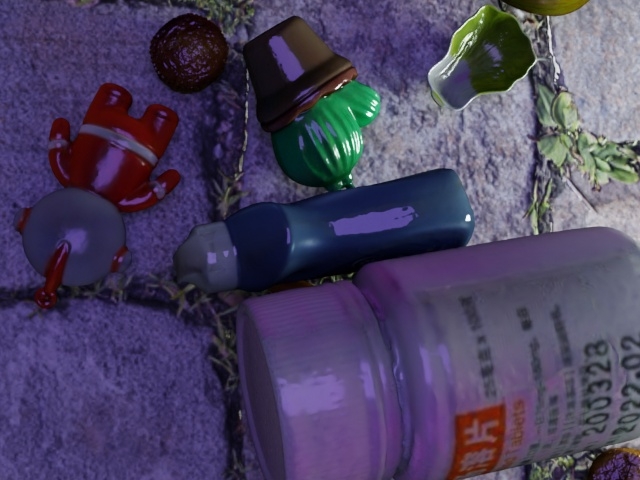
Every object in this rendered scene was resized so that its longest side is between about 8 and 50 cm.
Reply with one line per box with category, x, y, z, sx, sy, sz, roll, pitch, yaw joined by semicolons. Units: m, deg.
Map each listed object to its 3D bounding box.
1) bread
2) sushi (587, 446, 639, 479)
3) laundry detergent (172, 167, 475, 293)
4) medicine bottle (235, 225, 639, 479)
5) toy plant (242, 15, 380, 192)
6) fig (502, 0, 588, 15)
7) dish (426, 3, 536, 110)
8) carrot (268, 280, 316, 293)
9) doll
bread;-0.141;-0.201;1.054;0.085;0.053;0.085;1;81;-8
sushi;0.322;0.248;1.060;0.099;0.047;0.050;-19;72;6
laundry detergent;0.000;0.000;0.988;0.290;0.143;0.094;-12;83;-16
medicine bottle;0.127;0.118;0.948;0.388;0.219;0.219;-9;83;-16
toy plant;-0.002;-0.137;1.047;0.143;0.105;0.200;-39;108;-30
fig;0.228;-0.307;1.095;0.186;0.148;0.142;-23;101;28
dish;0.171;-0.196;1.108;0.137;0.039;0.091;-40;94;-11
carrot;-0.041;0.049;1.044;0.142;0.035;0.035;28;78;4
doll;-0.231;-0.042;1.009;0.142;0.076;0.245;22;75;-4
